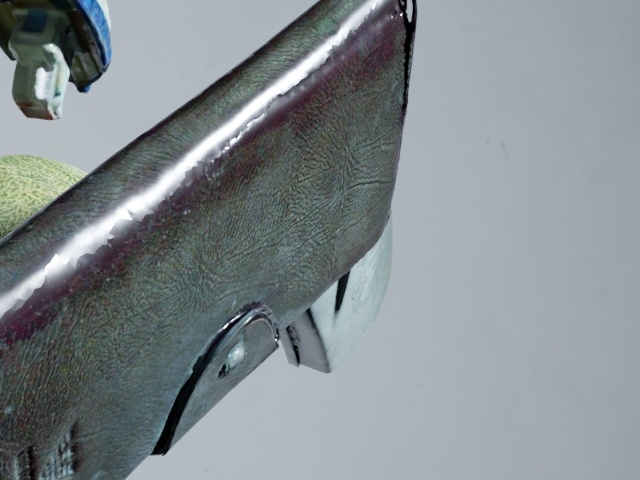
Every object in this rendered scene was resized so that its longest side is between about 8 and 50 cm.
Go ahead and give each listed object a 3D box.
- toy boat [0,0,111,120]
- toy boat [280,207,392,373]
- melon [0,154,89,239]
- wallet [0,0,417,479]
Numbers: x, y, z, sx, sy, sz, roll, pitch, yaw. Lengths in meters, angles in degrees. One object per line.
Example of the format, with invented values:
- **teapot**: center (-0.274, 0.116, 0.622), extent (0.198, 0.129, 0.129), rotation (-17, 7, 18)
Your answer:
- **toy boat**: center (-0.254, -0.195, 0.924), extent (0.114, 0.262, 0.115), rotation (5, 59, 10)
- **toy boat**: center (0.000, 0.000, 0.782), extent (0.092, 0.319, 0.141), rotation (22, 73, 12)
- **melon**: center (-0.164, 0.025, 0.630), extent (0.192, 0.139, 0.139), rotation (37, 59, 27)
- **wallet**: center (-0.053, 0.012, 0.473), extent (0.045, 0.172, 0.318), rotation (25, 45, 24)
